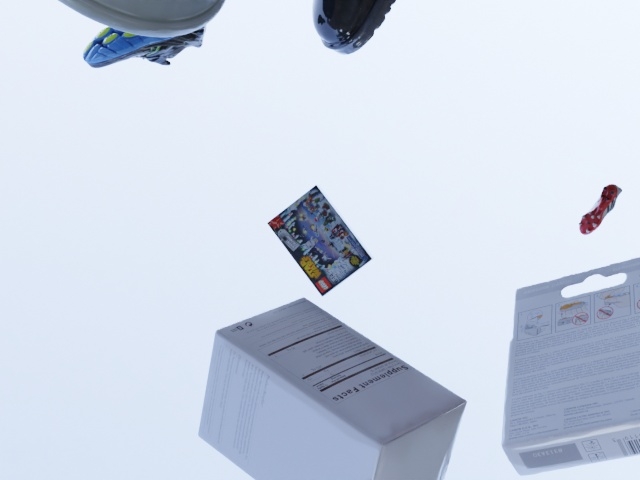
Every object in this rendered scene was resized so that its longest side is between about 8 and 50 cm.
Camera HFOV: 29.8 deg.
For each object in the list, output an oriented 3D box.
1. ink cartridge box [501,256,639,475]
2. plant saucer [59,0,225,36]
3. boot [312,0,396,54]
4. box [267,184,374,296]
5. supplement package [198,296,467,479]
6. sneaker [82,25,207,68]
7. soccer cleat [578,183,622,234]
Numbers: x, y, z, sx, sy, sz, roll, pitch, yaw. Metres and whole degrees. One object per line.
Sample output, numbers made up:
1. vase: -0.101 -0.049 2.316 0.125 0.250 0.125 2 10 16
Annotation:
1. ink cartridge box: 0.275 0.118 1.181 0.056 0.181 0.224 59 -151 -30
2. plant saucer: -0.269 -0.460 1.600 0.400 0.100 0.400 23 -133 -28
3. boot: -0.067 -0.502 1.603 0.445 0.146 0.367 24 -97 -34
4. box: 0.000 0.000 1.749 0.137 0.094 0.027 53 -170 4
5. supplement package: 0.010 0.232 1.561 0.175 0.293 0.177 -18 -51 -45
6. sneaker: -0.251 -0.281 1.748 0.188 0.078 0.067 -20 -130 -19
7. soccer cleat: 0.387 -0.042 1.654 0.036 0.083 0.029 0 -145 -50
